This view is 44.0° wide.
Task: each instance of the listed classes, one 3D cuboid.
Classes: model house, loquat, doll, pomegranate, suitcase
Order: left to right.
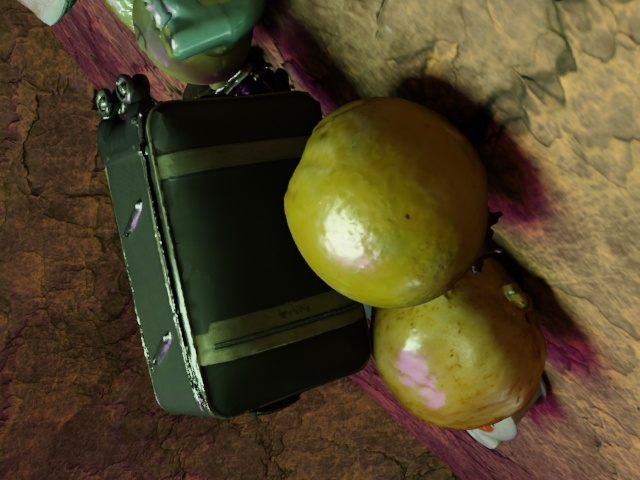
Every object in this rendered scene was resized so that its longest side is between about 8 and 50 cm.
[{"bbox_3d":[-0.160,-0.299,1.012,0.177,0.162,0.261,62,167,-2],"label":"doll"},{"bbox_3d":[-0.129,-0.217,1.294,0.164,0.141,0.203,40,-178,-30],"label":"model house"},{"bbox_3d":[-0.098,0.002,0.989,0.194,0.283,0.433,-9,92,52],"label":"suitcase"},{"bbox_3d":[0.082,-0.039,0.862,0.244,0.244,0.244,45,168,12],"label":"loquat"},{"bbox_3d":[0.179,0.124,1.036,0.248,0.248,0.248,45,168,12],"label":"pomegranate"}]

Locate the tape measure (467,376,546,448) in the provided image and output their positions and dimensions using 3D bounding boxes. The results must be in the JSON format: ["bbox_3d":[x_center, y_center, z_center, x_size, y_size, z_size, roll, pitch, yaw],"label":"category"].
[{"bbox_3d":[0.253,0.219,1.324,0.258,0.130,0.265,44,163,5],"label":"tape measure"}]

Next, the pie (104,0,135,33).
[{"bbox_3d":[-0.288,-0.386,1.235,0.323,0.071,0.323,57,-175,-8],"label":"pie"}]

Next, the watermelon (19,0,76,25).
[{"bbox_3d":[-0.456,-0.514,1.276,0.305,0.180,0.223,103,155,-57],"label":"watermelon"}]

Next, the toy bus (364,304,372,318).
[{"bbox_3d":[0.000,0.000,1.480,0.330,0.136,0.109,40,170,31],"label":"toy bus"}]
